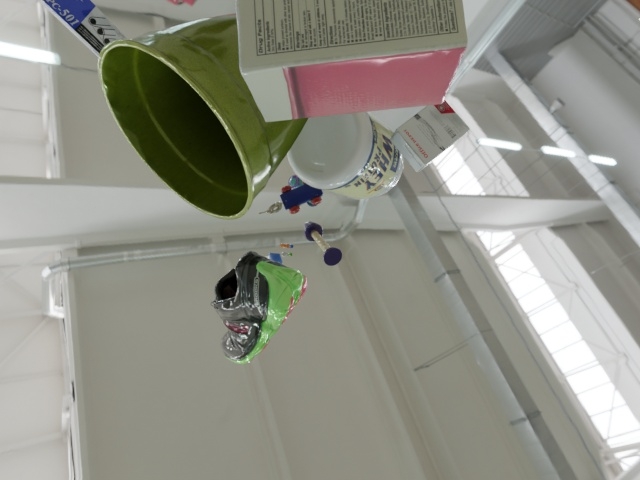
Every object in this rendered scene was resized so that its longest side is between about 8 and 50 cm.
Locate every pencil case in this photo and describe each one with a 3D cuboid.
[{"bbox_3d":[-0.068,-0.232,1.769,0.151,0.070,0.065,16,-140,-45],"label":"pencil case"}]

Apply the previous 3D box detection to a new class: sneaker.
[{"bbox_3d":[-0.191,0.177,1.113,0.202,0.483,0.185,37,-133,3],"label":"sneaker"}]

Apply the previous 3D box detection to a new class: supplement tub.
[{"bbox_3d":[0.084,-0.239,1.139,0.235,0.235,0.324,58,-156,19],"label":"supplement tub"}]

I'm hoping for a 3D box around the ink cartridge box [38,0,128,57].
[{"bbox_3d":[-0.669,-0.624,1.171,0.097,0.046,0.207,-58,-40,-11],"label":"ink cartridge box"}]

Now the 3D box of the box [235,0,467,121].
[{"bbox_3d":[0.031,-0.240,0.475,0.232,0.127,0.149,-4,-99,4],"label":"box"}]

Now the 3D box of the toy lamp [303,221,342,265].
[{"bbox_3d":[0.000,0.000,1.543,0.080,0.080,0.275,9,-159,-27],"label":"toy lamp"}]

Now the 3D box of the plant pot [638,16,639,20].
[{"bbox_3d":[0.894,-0.616,0.981,0.236,0.236,0.032,-30,-97,-43],"label":"plant pot"}]

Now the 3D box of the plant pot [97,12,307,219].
[{"bbox_3d":[-0.173,-0.294,0.850,0.366,0.366,0.353,40,-121,1],"label":"plant pot"}]

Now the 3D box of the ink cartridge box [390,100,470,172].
[{"bbox_3d":[0.259,-0.252,0.983,0.150,0.063,0.109,-38,-93,-11],"label":"ink cartridge box"}]

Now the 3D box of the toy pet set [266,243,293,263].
[{"bbox_3d":[-0.139,0.070,1.501,0.114,0.065,0.122,7,-95,-33],"label":"toy pet set"}]

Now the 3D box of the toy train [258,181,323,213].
[{"bbox_3d":[-0.112,-0.141,1.561,0.247,0.143,0.105,-23,-98,-1],"label":"toy train"}]
